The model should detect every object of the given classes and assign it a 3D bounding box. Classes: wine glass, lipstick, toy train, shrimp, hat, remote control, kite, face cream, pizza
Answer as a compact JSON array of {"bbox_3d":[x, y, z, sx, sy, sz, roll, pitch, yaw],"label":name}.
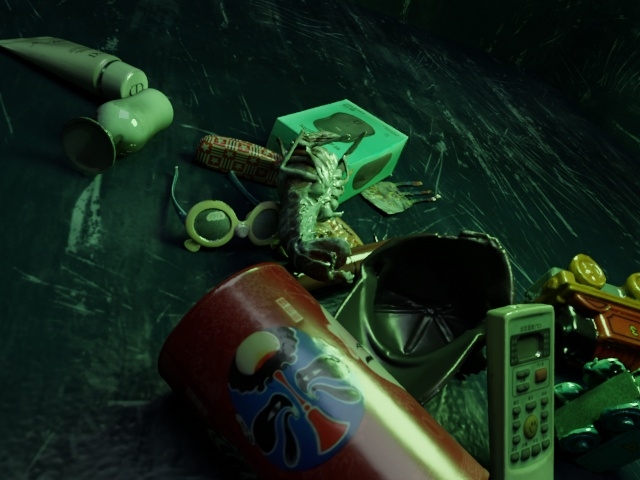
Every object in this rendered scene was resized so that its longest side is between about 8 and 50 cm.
[{"bbox_3d":[-0.365,-0.212,0.999,0.103,0.103,0.231,26,31,-2],"label":"wine glass"},{"bbox_3d":[0.003,0.052,0.905,0.356,0.057,0.057,-12,50,-33],"label":"lipstick"},{"bbox_3d":[0.452,0.273,0.836,0.154,0.198,0.107,30,34,-18],"label":"toy train"},{"bbox_3d":[-0.007,-0.088,0.928,0.165,0.222,0.411,-3,42,14],"label":"shrimp"},{"bbox_3d":[0.149,0.146,0.854,0.238,0.209,0.336,31,62,23],"label":"hat"},{"bbox_3d":[0.285,0.234,0.753,0.123,0.286,0.038,0,-1,-33],"label":"remote control"},{"bbox_3d":[0.192,-0.114,1.308,0.245,0.015,0.141,-11,47,-39],"label":"kite"},{"bbox_3d":[-0.512,-0.370,1.135,0.314,0.089,0.143,24,33,15],"label":"face cream"},{"bbox_3d":[0.578,0.179,1.069,0.368,0.163,0.232,16,45,-15],"label":"toy train"},{"bbox_3d":[0.000,0.000,1.008,0.195,0.052,0.185,-8,46,-41],"label":"pizza"}]

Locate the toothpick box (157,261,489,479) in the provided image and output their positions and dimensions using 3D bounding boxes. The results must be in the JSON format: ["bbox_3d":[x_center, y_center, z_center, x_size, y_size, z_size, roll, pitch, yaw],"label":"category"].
[{"bbox_3d":[-0.006,0.207,0.611,0.333,0.204,0.204,43,38,21],"label":"toothpick box"}]

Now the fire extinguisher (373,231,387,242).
[{"bbox_3d":[0.183,0.034,1.083,0.177,0.050,0.062,21,61,-10],"label":"fire extinguisher"}]

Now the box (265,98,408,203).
[{"bbox_3d":[0.043,-0.213,1.247,0.205,0.118,0.311,38,36,16],"label":"box"}]

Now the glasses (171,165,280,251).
[{"bbox_3d":[-0.176,-0.085,0.969,0.189,0.088,0.221,-2,44,-34],"label":"glasses"}]

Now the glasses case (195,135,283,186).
[{"bbox_3d":[-0.156,-0.167,1.099,0.194,0.073,0.049,15,42,-17],"label":"glasses case"}]
